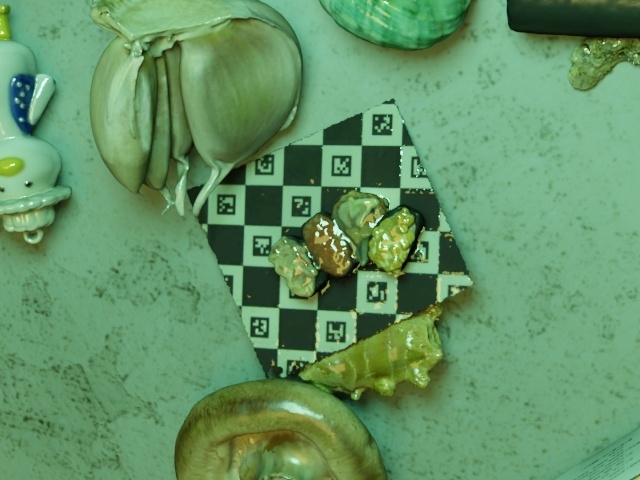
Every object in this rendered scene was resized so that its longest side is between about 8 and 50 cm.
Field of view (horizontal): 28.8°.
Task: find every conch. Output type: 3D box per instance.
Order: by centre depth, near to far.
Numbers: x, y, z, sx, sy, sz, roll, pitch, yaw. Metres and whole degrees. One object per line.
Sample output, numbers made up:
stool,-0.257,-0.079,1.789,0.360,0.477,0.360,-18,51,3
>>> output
conch,0.083,-0.293,1.381,0.188,0.122,0.176,-19,75,13

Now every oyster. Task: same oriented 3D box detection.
oyster,0.322,-0.200,1.393,0.080,0.038,0.083,23,106,4

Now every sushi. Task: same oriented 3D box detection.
sushi,0.000,0.000,1.474,0.290,0.050,0.264,-25,82,17

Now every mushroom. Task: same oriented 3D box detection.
mushroom,-0.046,0.280,1.536,0.278,0.146,0.278,8,128,10

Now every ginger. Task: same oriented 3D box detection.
ginger,0.077,0.139,1.508,0.205,0.081,0.115,-42,88,16

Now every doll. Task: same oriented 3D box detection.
doll,-0.383,-0.137,1.522,0.138,0.119,0.293,-12,102,-10

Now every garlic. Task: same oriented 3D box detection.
garlic,-0.146,-0.170,1.411,0.210,0.237,0.292,14,143,18

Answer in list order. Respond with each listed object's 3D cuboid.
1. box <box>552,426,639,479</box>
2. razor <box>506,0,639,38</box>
box,0.320,0.381,1.483,0.333,0.145,0.173,-37,92,17
razor,0.357,-0.308,1.321,0.326,0.107,0.189,1,104,13
